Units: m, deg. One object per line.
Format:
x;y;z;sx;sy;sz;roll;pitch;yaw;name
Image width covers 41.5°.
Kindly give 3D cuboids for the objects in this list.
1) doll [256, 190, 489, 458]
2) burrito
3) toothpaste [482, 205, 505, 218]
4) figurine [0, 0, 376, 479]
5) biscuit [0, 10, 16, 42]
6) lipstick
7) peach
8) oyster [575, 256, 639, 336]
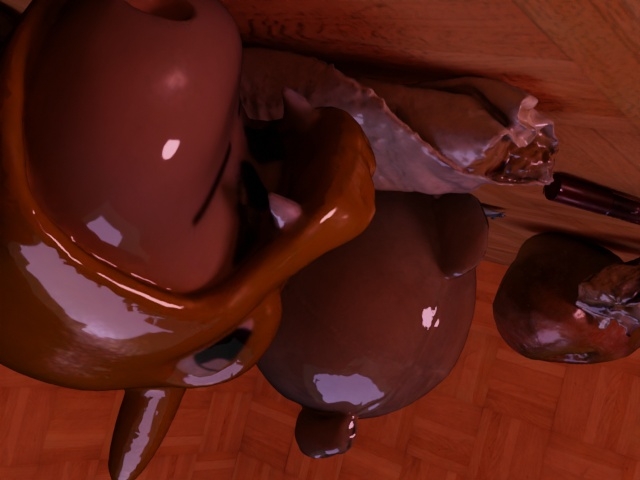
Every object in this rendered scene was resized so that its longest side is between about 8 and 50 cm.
0.000;0.000;0.689;0.174;0.235;0.330;24;-164;-37;doll
-0.034;-0.093;0.589;0.391;0.076;0.117;13;159;25;burrito
0.157;-0.054;1.198;0.205;0.036;0.056;11;178;-7;toothpaste
-0.203;-0.042;0.479;0.387;0.268;0.401;30;162;-25;figurine
-0.327;-0.188;0.677;0.176;0.031;0.228;15;-179;19;biscuit
0.291;-0.030;0.807;0.176;0.027;0.027;14;179;-22;lipstick
0.396;0.099;1.325;0.235;0.214;0.214;19;180;15;peach
0.525;0.074;1.146;0.271;0.101;0.275;19;155;-22;oyster
